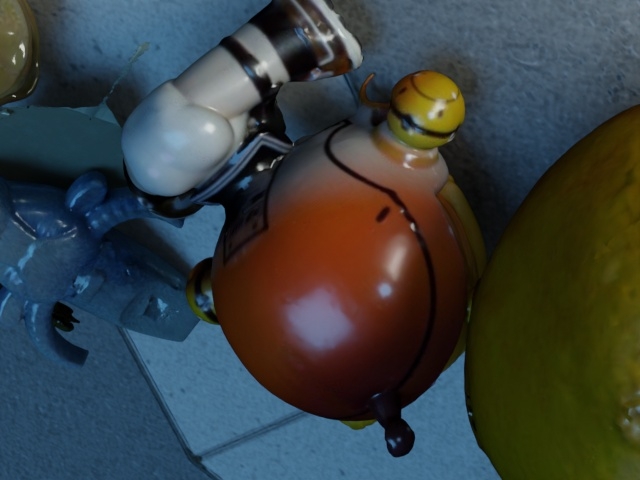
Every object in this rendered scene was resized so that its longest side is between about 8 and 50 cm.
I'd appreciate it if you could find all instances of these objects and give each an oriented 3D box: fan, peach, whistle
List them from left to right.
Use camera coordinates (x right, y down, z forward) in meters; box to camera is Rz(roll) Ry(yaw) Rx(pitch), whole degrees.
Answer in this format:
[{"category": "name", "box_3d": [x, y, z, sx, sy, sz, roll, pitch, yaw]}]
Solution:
[{"category": "whistle", "box_3d": [-0.217, 0.015, 1.647, 0.269, 0.093, 0.180, 28, 110, -21]}, {"category": "fan", "box_3d": [-0.193, -0.096, 1.558, 0.182, 0.010, 0.310, 16, 153, -22]}, {"category": "peach", "box_3d": [0.256, 0.077, 1.252, 0.372, 0.290, 0.373, 18, 136, 18]}]

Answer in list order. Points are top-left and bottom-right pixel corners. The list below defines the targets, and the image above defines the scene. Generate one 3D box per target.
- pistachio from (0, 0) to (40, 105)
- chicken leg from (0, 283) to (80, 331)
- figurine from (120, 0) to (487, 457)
[{"category": "pistachio", "box_3d": [-0.365, -0.201, 1.557, 0.293, 0.162, 0.181, 31, 94, 7]}, {"category": "chicken leg", "box_3d": [-0.380, -0.068, 1.713, 0.429, 0.153, 0.201, 37, 151, -9]}, {"category": "figurine", "box_3d": [-0.003, 0.000, 1.444, 0.323, 0.196, 0.320, 49, 129, 2]}]
